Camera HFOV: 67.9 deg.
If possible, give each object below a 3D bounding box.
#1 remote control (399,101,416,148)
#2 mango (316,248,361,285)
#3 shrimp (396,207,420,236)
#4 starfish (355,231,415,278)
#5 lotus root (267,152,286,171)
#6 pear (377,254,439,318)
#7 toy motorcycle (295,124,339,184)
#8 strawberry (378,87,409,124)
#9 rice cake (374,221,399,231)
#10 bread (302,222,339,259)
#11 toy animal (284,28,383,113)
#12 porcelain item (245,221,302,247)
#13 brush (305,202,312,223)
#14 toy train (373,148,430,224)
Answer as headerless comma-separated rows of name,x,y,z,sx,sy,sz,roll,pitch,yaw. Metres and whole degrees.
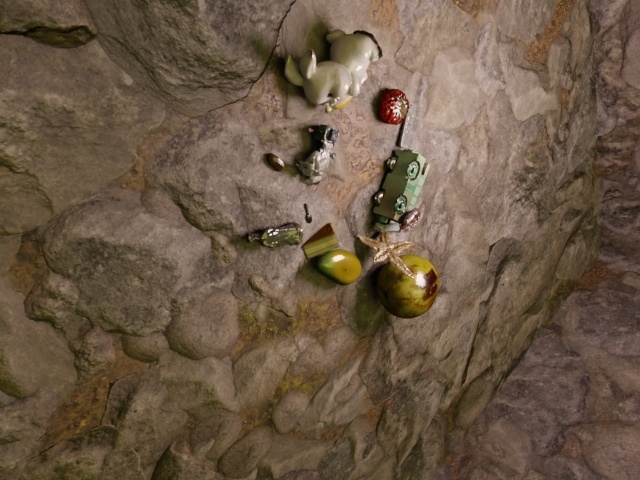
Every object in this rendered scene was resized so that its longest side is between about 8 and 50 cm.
remote control,0.359,-0.477,1.972,0.049,0.027,0.184,8,95,-43
mango,0.078,0.100,1.885,0.237,0.091,0.137,35,82,-49
shrimp,0.352,-0.071,1.927,0.165,0.056,0.065,-48,147,-14
starfish,0.298,0.036,1.976,0.231,0.295,0.048,-39,159,-41
lotus root,-0.149,-0.263,1.616,0.083,0.030,0.037,38,81,-40
pear,0.383,0.197,2.060,0.283,0.283,0.284,-15,114,-36
toy motorcycle,-0.008,-0.306,1.681,0.150,0.102,0.221,0,109,-61
strawberry,0.290,-0.522,1.857,0.145,0.086,0.145,-16,117,-35
rice cake,0.309,-0.058,2.047,0.210,0.043,0.034,-2,111,-47
bread,-0.005,0.002,1.842,0.139,0.084,0.074,-23,125,4
toy animal,0.045,-0.563,1.581,0.310,0.182,0.247,-39,122,-17
porcelain item,-0.167,-0.012,1.662,0.215,0.069,0.081,-9,115,-39
brush,-0.046,-0.101,1.773,0.024,0.008,0.083,-27,121,-27
toy train,0.332,-0.214,1.974,0.159,0.129,0.327,19,92,-48
